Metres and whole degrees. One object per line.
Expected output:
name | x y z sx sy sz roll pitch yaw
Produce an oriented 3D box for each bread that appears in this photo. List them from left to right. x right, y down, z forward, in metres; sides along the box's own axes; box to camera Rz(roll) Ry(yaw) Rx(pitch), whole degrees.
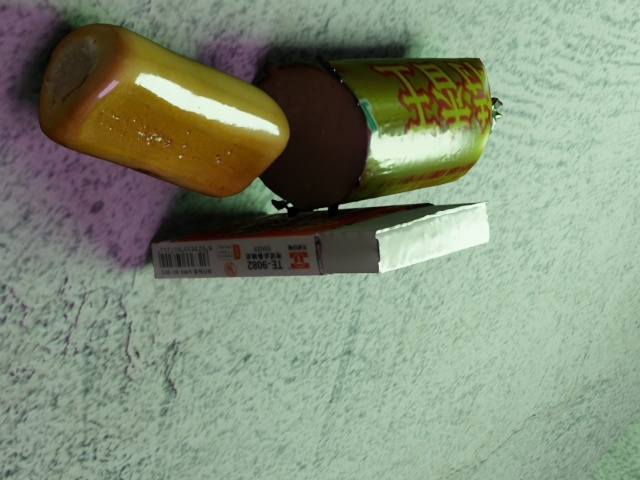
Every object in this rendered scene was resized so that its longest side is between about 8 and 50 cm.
bread | -0.112 -0.093 1.199 0.092 0.074 0.239 -42 155 15

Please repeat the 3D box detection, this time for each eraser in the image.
eraser | 0.000 0.000 1.348 0.157 0.230 0.038 -14 99 -51

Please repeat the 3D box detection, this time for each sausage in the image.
sausage | 0.071 -0.094 1.438 0.317 0.117 0.125 -10 95 -54
